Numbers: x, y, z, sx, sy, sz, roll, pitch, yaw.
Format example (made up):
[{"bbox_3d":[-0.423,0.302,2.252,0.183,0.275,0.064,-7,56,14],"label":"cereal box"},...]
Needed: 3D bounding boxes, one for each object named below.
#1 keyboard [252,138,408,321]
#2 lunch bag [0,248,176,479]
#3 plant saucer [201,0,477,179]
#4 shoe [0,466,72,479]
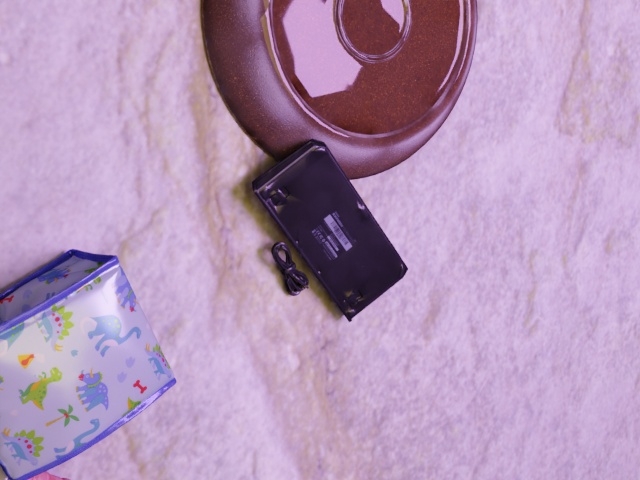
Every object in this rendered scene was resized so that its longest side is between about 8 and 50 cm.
[{"bbox_3d":[0.000,0.000,0.990,0.108,0.023,0.180,-39,121,-5],"label":"keyboard"},{"bbox_3d":[-0.212,0.098,0.832,0.151,0.096,0.128,-39,117,-34],"label":"lunch bag"},{"bbox_3d":[0.038,-0.209,0.983,0.311,0.050,0.310,-6,100,-34],"label":"plant saucer"},{"bbox_3d":[-0.261,0.264,0.841,0.081,0.063,0.178,27,77,-28],"label":"shoe"}]
